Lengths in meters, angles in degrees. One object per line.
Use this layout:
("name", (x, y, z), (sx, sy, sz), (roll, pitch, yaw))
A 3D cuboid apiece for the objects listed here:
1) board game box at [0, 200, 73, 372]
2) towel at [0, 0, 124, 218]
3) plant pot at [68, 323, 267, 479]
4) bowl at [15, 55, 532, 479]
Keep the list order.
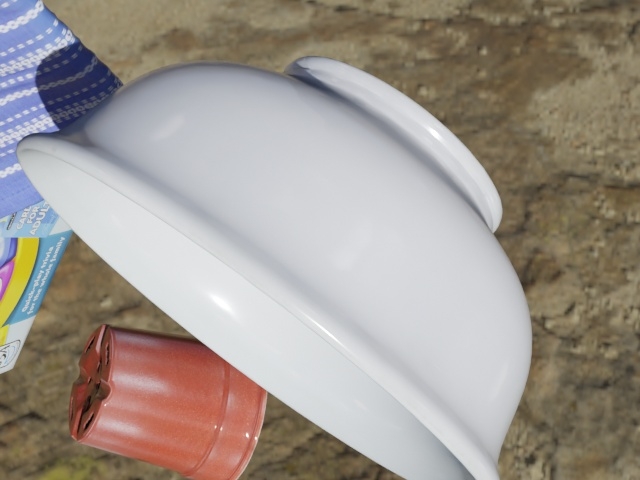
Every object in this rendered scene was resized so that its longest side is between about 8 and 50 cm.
("board game box", (-0.368, 0.038, 1.046), (0.079, 0.253, 0.336), (33, 20, 15))
("towel", (-0.267, -0.082, 0.723), (0.243, 0.336, 0.040), (-23, 67, 8))
("plant pot", (-0.268, 0.266, 1.946), (0.265, 0.272, 0.272), (17, 36, -26))
("bowl", (0.000, 0.000, 0.601), (0.298, 0.298, 0.134), (28, 73, 31))
